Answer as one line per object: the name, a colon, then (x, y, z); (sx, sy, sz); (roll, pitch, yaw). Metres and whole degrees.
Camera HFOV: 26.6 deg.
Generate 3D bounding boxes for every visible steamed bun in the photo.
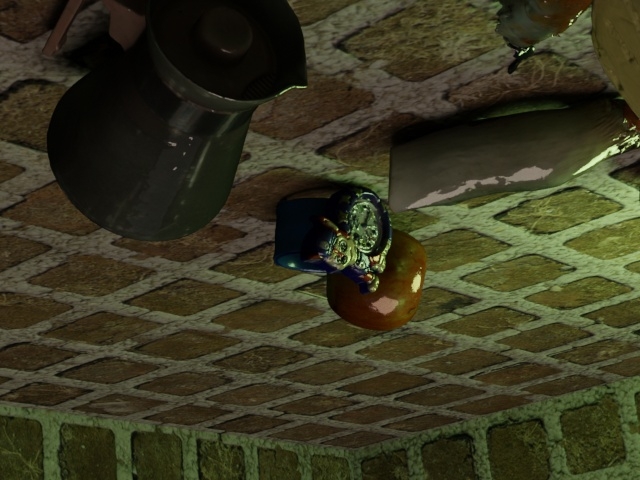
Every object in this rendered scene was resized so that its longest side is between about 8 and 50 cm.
steamed bun: (0.450, -0.257, 1.645); (0.166, 0.232, 0.273); (-29, 159, -10)

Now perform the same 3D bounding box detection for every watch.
watch: (0.006, -0.004, 2.315); (0.196, 0.171, 0.200); (27, 155, -37)

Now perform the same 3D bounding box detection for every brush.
brush: (0.279, -0.253, 1.896); (0.024, 0.008, 0.083); (-3, 160, -14)

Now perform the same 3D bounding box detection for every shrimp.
shrimp: (0.234, -0.313, 1.625); (0.185, 0.068, 0.287); (-18, 157, 40)

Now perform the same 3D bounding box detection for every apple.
apple: (0.098, 0.068, 2.470); (0.196, 0.196, 0.196); (-5, 160, -2)

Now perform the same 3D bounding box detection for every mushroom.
mushroom: (0.296, -0.132, 2.074); (0.397, 0.126, 0.177); (-13, 178, 19)

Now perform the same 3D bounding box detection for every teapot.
teapot: (-0.197, -0.182, 1.671); (0.300, 0.253, 0.344); (33, 141, -10)

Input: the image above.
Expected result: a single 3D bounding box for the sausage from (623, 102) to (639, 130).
sausage: (0.560, -0.236, 1.899); (0.102, 0.102, 0.330); (8, 155, -34)
